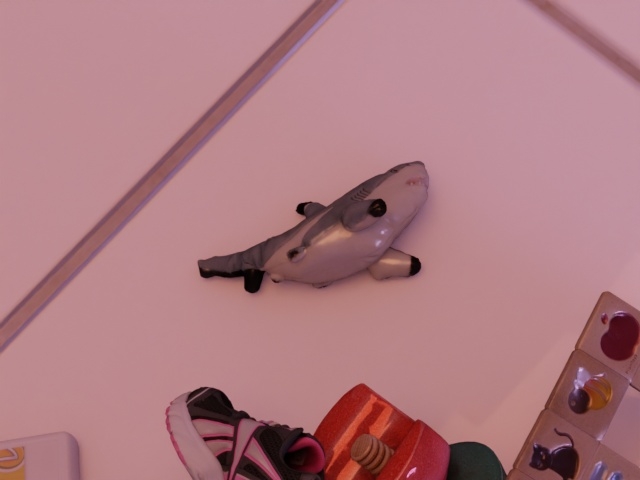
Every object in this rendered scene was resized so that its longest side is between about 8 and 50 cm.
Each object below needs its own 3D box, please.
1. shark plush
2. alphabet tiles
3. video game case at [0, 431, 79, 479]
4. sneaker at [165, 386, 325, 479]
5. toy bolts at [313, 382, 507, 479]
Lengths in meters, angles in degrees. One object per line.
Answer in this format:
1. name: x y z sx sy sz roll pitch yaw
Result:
1. shark plush: 0.000 0.000 1.257 0.161 0.073 0.067 -27 45 23
2. alphabet tiles: 0.189 0.181 1.098 0.198 0.009 0.237 33 77 -13
3. video game case: -0.261 0.237 1.209 0.227 0.026 0.206 -10 63 8
4. sneaker: -0.034 0.133 1.094 0.077 0.072 0.178 -27 28 -2
5. toy bolts: 0.025 0.209 1.139 0.228 0.158 0.218 -52 28 1
